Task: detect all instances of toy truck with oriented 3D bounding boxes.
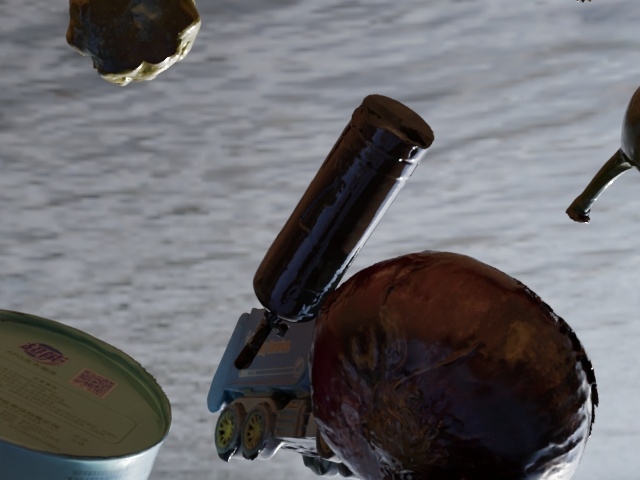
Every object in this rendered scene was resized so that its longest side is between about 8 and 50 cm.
[{"bbox_3d":[0.007,0.162,1.417,0.146,0.175,0.367,17,167,-29],"label":"toy truck"}]

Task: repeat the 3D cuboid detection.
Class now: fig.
[{"bbox_3d":[0.346,-0.091,1.321,0.151,0.151,0.259,3,164,-22],"label":"fig"}]

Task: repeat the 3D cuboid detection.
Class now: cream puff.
[{"bbox_3d":[-0.196,-0.232,1.399,0.146,0.146,0.116,0,-173,-10],"label":"cream puff"}]

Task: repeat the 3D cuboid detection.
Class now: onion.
[{"bbox_3d":[0.110,0.119,1.111,0.246,0.246,0.190,-13,-154,47],"label":"onion"}]

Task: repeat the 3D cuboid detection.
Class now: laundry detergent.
[{"bbox_3d":[-0.338,0.270,1.401,0.287,0.305,0.287,21,-163,-7],"label":"laundry detergent"}]

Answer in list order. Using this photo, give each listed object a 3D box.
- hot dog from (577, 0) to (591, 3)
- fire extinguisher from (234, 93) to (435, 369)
[{"bbox_3d":[0.217,-0.298,1.207,0.191,0.108,0.059,35,177,-39],"label":"hot dog"},{"bbox_3d":[0.000,0.000,1.180,0.072,0.267,0.089,32,-154,-1],"label":"fire extinguisher"}]
